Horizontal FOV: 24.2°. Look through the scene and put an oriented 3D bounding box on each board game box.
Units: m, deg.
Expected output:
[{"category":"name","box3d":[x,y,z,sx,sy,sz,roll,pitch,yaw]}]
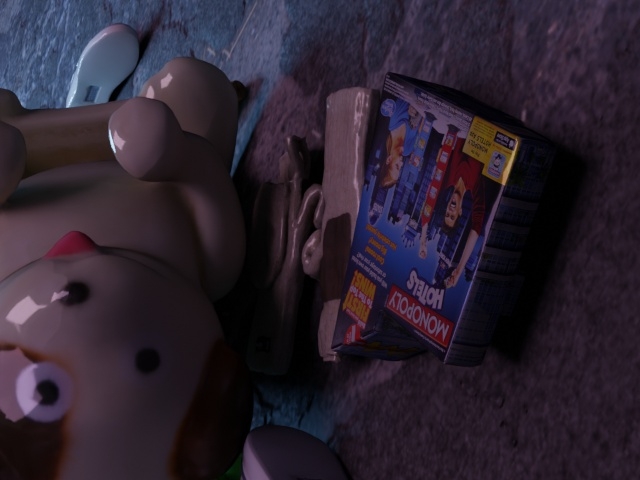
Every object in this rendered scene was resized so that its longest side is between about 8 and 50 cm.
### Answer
[{"category":"board game box","box3d":[0.077,0.006,0.979,0.194,0.060,0.194,41,117,62]}]

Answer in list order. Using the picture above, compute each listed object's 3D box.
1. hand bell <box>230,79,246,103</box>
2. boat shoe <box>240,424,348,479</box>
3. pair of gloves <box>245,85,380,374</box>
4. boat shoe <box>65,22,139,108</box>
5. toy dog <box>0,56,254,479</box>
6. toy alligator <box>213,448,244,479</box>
[{"category":"hand bell","box3d":[-0.156,-0.103,1.496,0.242,0.126,0.126,-27,54,45]},{"category":"boat shoe","box3d":[-0.013,0.229,1.028,0.267,0.096,0.088,-125,48,-59]},{"category":"pair of gloves","box3d":[0.000,0.000,1.165,0.240,0.042,0.204,154,119,-65]},{"category":"boat shoe","box3d":[-0.264,-0.211,1.797,0.184,0.066,0.063,120,150,-53]},{"category":"toy dog","box3d":[-0.198,0.061,1.232,0.408,0.284,0.396,-112,26,-66]},{"category":"toy alligator","box3d":[-0.086,0.226,1.236,0.051,0.056,0.190,50,137,8]}]
